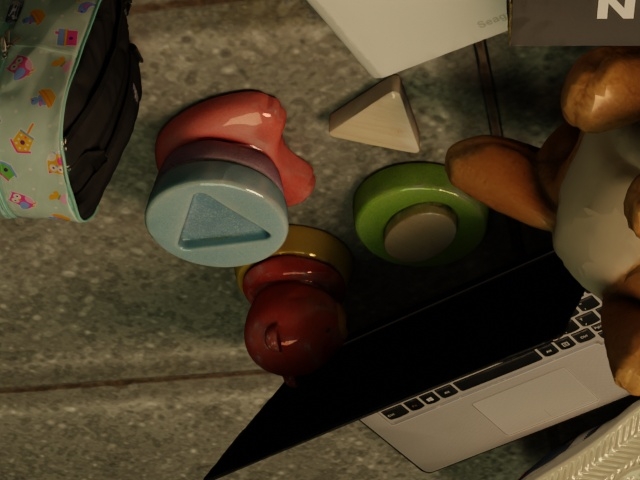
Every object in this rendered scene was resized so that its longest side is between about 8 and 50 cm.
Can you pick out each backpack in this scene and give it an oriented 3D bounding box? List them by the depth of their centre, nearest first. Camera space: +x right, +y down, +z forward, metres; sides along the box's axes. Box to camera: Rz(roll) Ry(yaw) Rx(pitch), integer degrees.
[{"bbox_3d":[-0.229,-0.110,1.486,0.144,0.188,0.166,1,143,3],"label":"backpack"}]

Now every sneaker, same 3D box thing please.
[{"bbox_3d":[0.353,0.235,1.964,0.350,0.131,0.148,-26,179,10],"label":"sneaker"}]

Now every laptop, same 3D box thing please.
[{"bbox_3d":[0.159,0.167,1.758,0.382,0.236,0.408,-25,135,26],"label":"laptop"}]

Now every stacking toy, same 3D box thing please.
[{"bbox_3d":[0.000,0.000,1.659,0.279,0.130,0.309,-14,140,22],"label":"stacking toy"}]

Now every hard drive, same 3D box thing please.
[{"bbox_3d":[0.049,-0.261,1.389,0.203,0.040,0.307,-19,137,27],"label":"hard drive"}]

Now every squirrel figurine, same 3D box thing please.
[{"bbox_3d":[0.368,-0.105,1.433,0.397,0.281,0.370,0,133,-34],"label":"squirrel figurine"}]

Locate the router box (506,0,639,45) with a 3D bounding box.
[{"bbox_3d":[0.280,-0.246,1.225,0.308,0.243,0.081,1,142,5],"label":"router box"}]
